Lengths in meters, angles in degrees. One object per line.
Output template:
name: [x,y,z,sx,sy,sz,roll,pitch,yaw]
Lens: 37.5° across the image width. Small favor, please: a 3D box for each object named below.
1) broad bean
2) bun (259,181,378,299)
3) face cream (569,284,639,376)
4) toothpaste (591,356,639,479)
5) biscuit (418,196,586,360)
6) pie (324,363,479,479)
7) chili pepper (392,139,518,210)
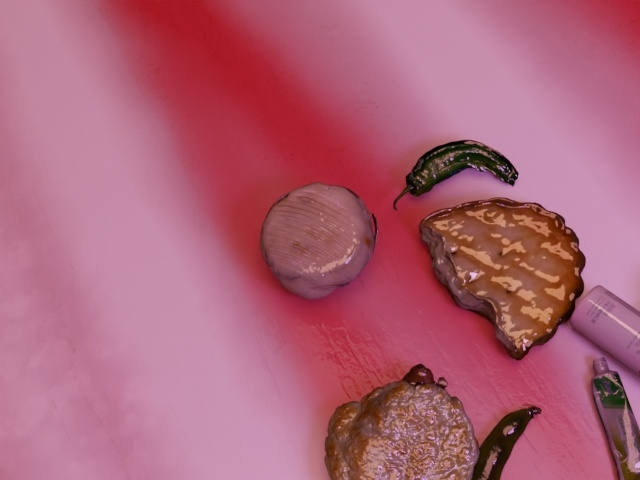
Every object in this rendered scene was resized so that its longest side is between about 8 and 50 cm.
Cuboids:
broad bean: [0.313,0.392,1.696,0.065,0.046,0.254,33,69,4]
bun: [0.000,0.000,1.856,0.239,0.141,0.239,-5,63,9]
face cream: [0.620,0.217,1.708,0.346,0.102,0.102,37,72,27]
toothpaste: [0.543,0.332,1.711,0.078,0.047,0.247,-14,66,2]
biscuit: [0.351,0.072,1.835,0.330,0.078,0.334,3,65,3]
pie: [0.145,0.373,1.682,0.275,0.105,0.257,-26,62,-7]
chili pepper: [0.262,-0.138,1.944,0.279,0.065,0.122,-16,61,-8]
